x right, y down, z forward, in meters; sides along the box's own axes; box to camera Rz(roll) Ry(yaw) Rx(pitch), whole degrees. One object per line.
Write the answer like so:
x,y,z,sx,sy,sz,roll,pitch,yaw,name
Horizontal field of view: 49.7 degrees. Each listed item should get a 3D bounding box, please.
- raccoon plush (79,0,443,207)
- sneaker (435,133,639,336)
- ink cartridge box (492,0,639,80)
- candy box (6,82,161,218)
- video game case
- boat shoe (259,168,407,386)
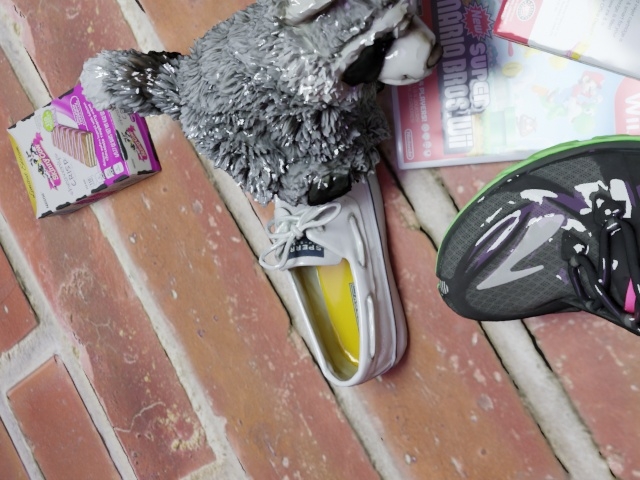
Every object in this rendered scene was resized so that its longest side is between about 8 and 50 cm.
-0.101,-0.196,0.700,0.446,0.299,0.216,3,61,9,raccoon plush
0.316,0.012,0.605,0.482,0.202,0.185,-9,119,33,sneaker
0.271,-0.227,0.647,0.175,0.072,0.127,27,111,24,ink cartridge box
-0.374,-0.143,1.080,0.233,0.071,0.159,-19,90,33,candy box
0.208,-0.189,0.750,0.285,0.025,0.204,-2,99,31,video game case
-0.007,0.003,0.837,0.135,0.156,0.367,-12,92,31,boat shoe
